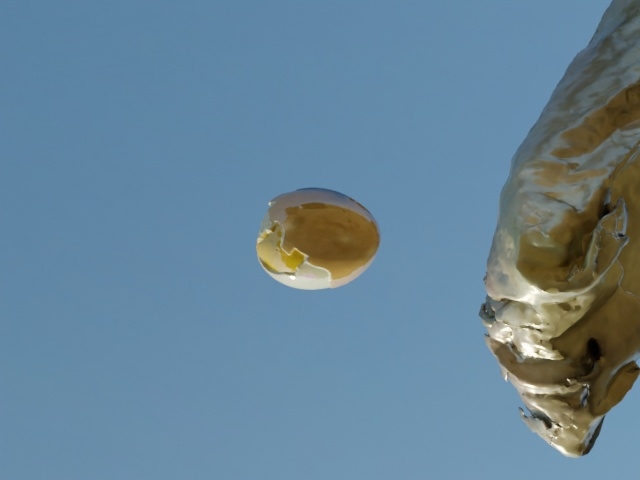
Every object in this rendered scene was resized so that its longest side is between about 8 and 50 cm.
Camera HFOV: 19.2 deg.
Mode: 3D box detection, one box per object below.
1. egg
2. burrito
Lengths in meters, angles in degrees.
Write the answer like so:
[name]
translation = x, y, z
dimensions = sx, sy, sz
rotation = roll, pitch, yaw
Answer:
[egg]
translation = 0.000, 0.000, 1.301
dimensions = 0.071, 0.083, 0.071
rotation = 8, -90, -68
[burrito]
translation = 0.179, -0.051, 1.080
dimensions = 0.175, 0.107, 0.348
rotation = 84, -152, -53
